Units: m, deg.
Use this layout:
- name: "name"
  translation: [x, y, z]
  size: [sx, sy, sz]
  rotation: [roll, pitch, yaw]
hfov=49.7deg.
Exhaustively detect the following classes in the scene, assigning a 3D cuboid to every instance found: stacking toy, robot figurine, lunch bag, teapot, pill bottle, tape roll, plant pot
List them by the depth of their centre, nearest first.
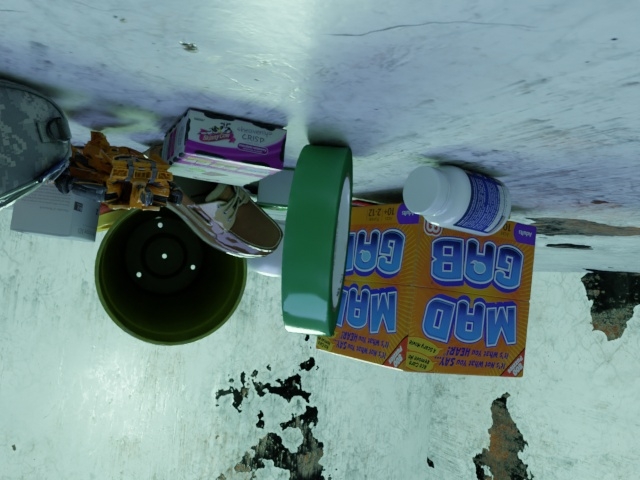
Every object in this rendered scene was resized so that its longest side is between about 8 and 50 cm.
- name: "lunch bag"
  translation: [-0.542, -0.138, 1.007]
  size: [0.305, 0.213, 0.256]
  rotation: [3, -163, 42]
- name: "robot figurine"
  translation: [-0.357, -0.120, 1.136]
  size: [0.291, 0.085, 0.211]
  rotation: [24, -163, 41]
- name: "tape roll"
  translation: [0.000, 0.000, 1.172]
  size: [0.077, 0.322, 0.321]
  rotation: [6, 175, 6]
- name: "pill bottle"
  translation: [0.241, -0.074, 1.232]
  size: [0.186, 0.112, 0.112]
  rotation: [10, 174, -39]
- name: "plant pot"
  translation: [-0.406, 0.063, 1.847]
  size: [0.366, 0.367, 0.353]
  rotation: [8, -177, -17]
- name: "teapot"
  translation: [-0.115, -0.032, 1.869]
  size: [0.252, 0.187, 0.256]
  rotation: [24, -154, 11]
- name: "stacking toy"
  translation: [-0.519, -0.124, 1.993]
  size: [0.279, 0.131, 0.309]
  rotation: [-20, 179, -3]

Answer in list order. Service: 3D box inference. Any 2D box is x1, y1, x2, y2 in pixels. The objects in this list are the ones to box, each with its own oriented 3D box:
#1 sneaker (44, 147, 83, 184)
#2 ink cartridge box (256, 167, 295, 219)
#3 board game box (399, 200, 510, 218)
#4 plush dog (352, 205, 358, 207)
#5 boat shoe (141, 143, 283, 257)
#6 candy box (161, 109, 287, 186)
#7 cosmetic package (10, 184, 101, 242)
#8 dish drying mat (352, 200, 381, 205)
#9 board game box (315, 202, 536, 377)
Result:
- name: "sneaker"
  translation: [-0.526, -0.159, 1.496]
  size: [0.214, 0.084, 0.083]
  rotation: [7, -170, 39]
- name: "ink cartridge box"
  translation: [-0.053, -0.095, 1.509]
  size: [0.152, 0.087, 0.208]
  rotation: [6, 174, -1]
- name: "board game box"
  translation: [0.305, -0.072, 1.636]
  size: [0.124, 0.039, 0.259]
  rotation: [11, 171, -40]
- name: "plush dog"
  translation: [0.149, 0.031, 1.915]
  size: [0.210, 0.226, 0.262]
  rotation: [4, 175, 26]
- name: "boat shoe"
  translation: [-0.211, -0.075, 1.351]
  size: [0.324, 0.123, 0.120]
  rotation: [32, 153, -20]
- name: "candy box"
  translation: [-0.167, -0.147, 1.144]
  size: [0.159, 0.071, 0.233]
  rotation: [8, 174, -22]
- name: "cosmetic package"
  translation: [-0.627, -0.097, 1.660]
  size: [0.151, 0.184, 0.151]
  rotation: [6, 176, 5]
- name: "dish drying mat"
  translation: [0.120, -0.094, 1.784]
  size: [0.083, 0.008, 0.032]
  rotation: [8, 176, -29]
- name: "board game box"
  translation: [0.245, 0.117, 1.655]
  size: [0.356, 0.357, 0.356]
  rotation: [10, 175, -31]
